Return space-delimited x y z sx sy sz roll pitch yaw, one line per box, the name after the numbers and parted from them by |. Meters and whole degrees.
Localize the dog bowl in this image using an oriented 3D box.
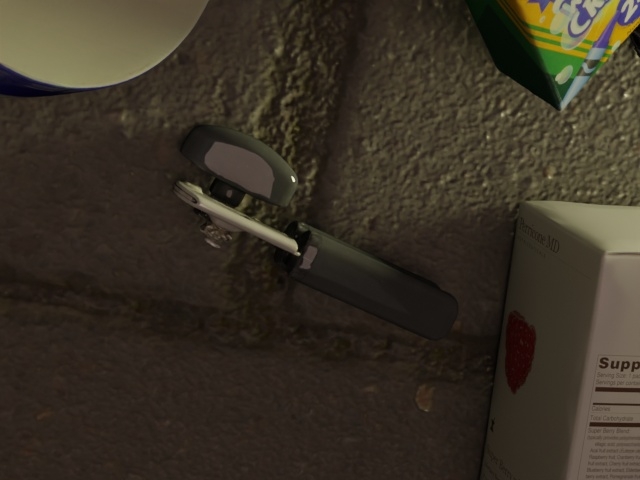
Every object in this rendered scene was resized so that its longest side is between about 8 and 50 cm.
-0.200 -0.235 0.992 0.264 0.104 0.265 -2 94 -40 | dog bowl

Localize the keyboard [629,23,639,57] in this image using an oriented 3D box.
0.265 -0.279 1.211 0.317 0.033 0.202 27 91 -20 | keyboard

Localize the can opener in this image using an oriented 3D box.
0.000 0.000 1.190 0.280 0.074 0.093 30 95 -22 | can opener

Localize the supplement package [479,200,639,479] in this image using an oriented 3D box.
0.266 0.127 1.248 0.175 0.177 0.293 2 104 -16 | supplement package

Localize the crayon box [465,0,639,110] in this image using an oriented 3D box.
0.184 -0.260 1.032 0.203 0.083 0.323 -48 148 -4 | crayon box
